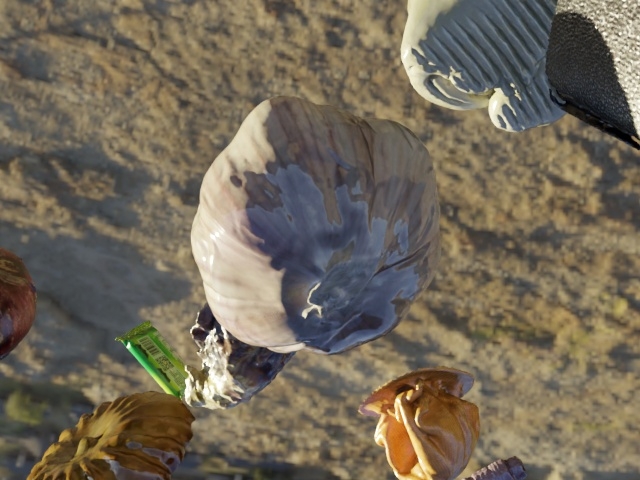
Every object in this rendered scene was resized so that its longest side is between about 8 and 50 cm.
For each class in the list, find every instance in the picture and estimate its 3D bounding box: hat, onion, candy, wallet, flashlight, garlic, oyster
[{"bbox_3d":[0.212,0.379,1.888,0.234,0.233,0.244,-9,152,-15],"label":"hat"},{"bbox_3d":[-0.562,0.107,1.604,0.246,0.246,0.190,5,125,6],"label":"onion"},{"bbox_3d":[-0.304,0.233,2.002,0.032,0.178,0.102,-49,169,25],"label":"candy"},{"bbox_3d":[0.296,-0.218,0.960,0.071,0.221,0.262,-2,113,-15],"label":"wallet"},{"bbox_3d":[0.116,0.208,0.837,0.110,0.052,0.031,-27,105,2],"label":"flashlight"},{"bbox_3d":[0.000,0.000,1.193,0.318,0.259,0.317,-3,114,-7],"label":"garlic"},{"bbox_3d":[-0.127,0.188,1.778,0.275,0.100,0.271,-7,130,8],"label":"oyster"}]

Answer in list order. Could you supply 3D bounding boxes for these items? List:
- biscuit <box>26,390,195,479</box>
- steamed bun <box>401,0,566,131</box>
[{"bbox_3d":[-0.357,0.361,1.698,0.326,0.325,0.107,-15,118,38],"label":"biscuit"},{"bbox_3d":[0.282,-0.348,1.495,0.368,0.255,0.342,-35,128,20],"label":"steamed bun"}]
